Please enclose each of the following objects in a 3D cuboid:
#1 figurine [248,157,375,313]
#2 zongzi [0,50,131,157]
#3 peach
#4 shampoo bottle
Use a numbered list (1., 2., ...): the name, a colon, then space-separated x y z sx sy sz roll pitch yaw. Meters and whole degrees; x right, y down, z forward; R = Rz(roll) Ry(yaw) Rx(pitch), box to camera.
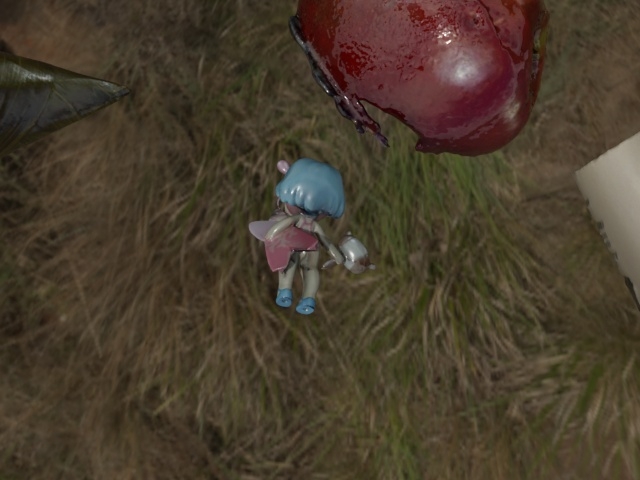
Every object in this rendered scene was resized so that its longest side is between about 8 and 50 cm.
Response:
1. figurine: -0.002 -0.008 1.610 0.205 0.260 0.103 14 145 -10
2. zongzi: -0.489 -0.183 1.402 0.432 0.403 0.208 -8 94 -2
3. peach: 0.155 -0.320 1.692 0.416 0.339 0.353 10 97 25
4. shampoo bottle: 0.257 0.050 0.693 0.078 0.127 0.257 -31 84 6
